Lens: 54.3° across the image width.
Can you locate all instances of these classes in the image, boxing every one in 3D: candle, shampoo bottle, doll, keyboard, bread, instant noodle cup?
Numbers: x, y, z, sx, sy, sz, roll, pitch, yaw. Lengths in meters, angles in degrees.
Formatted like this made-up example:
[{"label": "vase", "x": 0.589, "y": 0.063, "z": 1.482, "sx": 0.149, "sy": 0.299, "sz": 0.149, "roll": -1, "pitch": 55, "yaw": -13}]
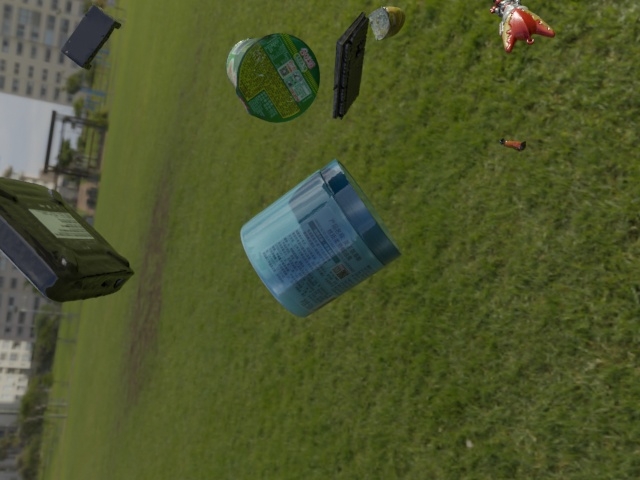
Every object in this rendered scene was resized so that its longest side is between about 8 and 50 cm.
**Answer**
[{"label": "candle", "x": 0.479, "y": -0.239, "z": 1.563, "sx": 0.167, "sy": 0.021, "sz": 0.026, "roll": -95, "pitch": -13, "yaw": -78}, {"label": "shampoo bottle", "x": 0.000, "y": 0.000, "z": 1.762, "sx": 0.343, "sy": 0.331, "sz": 0.331, "roll": -35, "pitch": 36, "yaw": 8}, {"label": "doll", "x": 0.434, "y": -0.488, "z": 1.386, "sx": 0.057, "sy": 0.109, "sz": 0.169, "roll": 64, "pitch": -172, "yaw": -52}, {"label": "keyboard", "x": 0.064, "y": -0.371, "z": 1.387, "sx": 0.106, "sy": 0.027, "sz": 0.317, "roll": -53, "pitch": -9, "yaw": -13}, {"label": "bread", "x": 0.186, "y": -0.604, "z": 1.727, "sx": 0.157, "sy": 0.094, "sz": 0.083, "roll": 13, "pitch": 125, "yaw": 64}, {"label": "instant noodle cup", "x": -0.139, "y": -0.411, "z": 1.531, "sx": 0.233, "sy": 0.207, "sz": 0.207, "roll": 45, "pitch": 123, "yaw": 58}]

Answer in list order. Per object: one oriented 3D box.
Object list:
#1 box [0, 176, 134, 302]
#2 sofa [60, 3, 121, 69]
[{"label": "box", "x": -0.503, "y": -0.010, "z": 1.164, "sx": 0.073, "sy": 0.289, "sz": 0.290, "roll": -46, "pitch": -6, "yaw": 5}, {"label": "sofa", "x": -0.460, "y": -0.407, "z": 1.253, "sx": 0.118, "sy": 0.060, "sz": 0.039, "roll": -51, "pitch": 0, "yaw": 8}]
